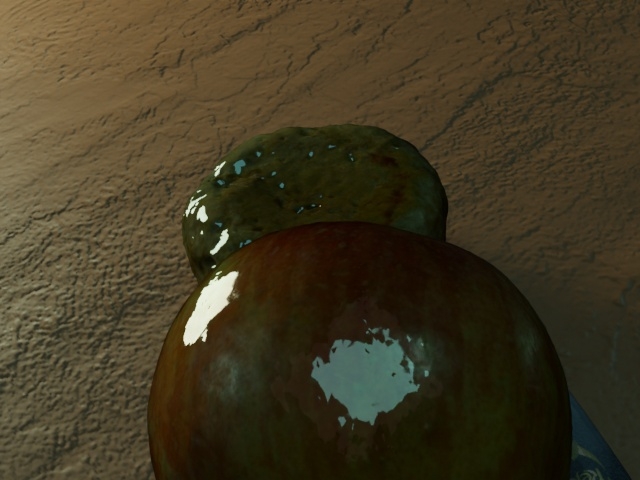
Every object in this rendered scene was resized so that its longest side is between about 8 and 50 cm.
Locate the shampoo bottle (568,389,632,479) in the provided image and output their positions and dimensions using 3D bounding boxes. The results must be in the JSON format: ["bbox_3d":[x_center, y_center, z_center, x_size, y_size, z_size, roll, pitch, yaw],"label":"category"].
[{"bbox_3d":[0.178,0.178,1.042,0.087,0.049,0.233,-21,46,-10],"label":"shampoo bottle"}]

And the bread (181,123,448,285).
[{"bbox_3d":[0.000,0.000,1.196,0.230,0.123,0.230,-6,40,5],"label":"bread"}]

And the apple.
[{"bbox_3d":[0.021,0.139,0.941,0.302,0.301,0.301,-4,45,4],"label":"apple"}]
